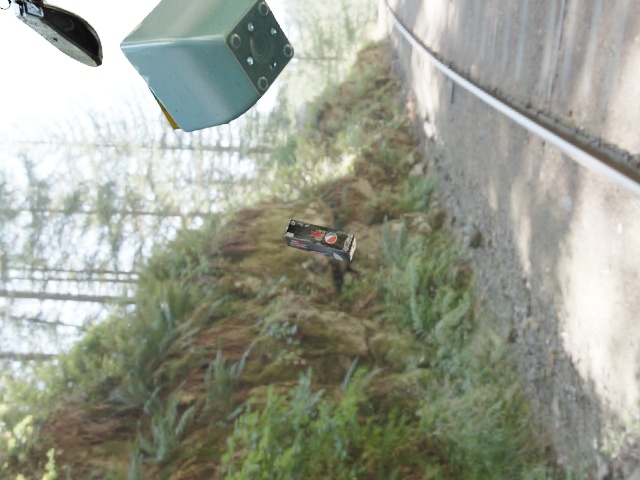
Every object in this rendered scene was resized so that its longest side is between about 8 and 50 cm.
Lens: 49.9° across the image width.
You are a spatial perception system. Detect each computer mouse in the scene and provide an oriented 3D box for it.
[{"bbox_3d":[-0.540,-0.454,1.409,0.272,0.188,0.072,40,-109,-59],"label":"computer mouse"}]

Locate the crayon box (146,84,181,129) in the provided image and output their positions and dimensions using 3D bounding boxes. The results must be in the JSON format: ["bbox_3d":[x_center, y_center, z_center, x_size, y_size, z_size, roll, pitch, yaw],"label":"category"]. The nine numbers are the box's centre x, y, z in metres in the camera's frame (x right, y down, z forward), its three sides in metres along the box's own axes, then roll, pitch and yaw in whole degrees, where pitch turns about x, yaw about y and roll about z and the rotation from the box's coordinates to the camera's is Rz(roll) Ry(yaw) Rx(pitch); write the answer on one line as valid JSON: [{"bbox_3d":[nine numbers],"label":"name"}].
[{"bbox_3d":[-0.413,-0.453,2.228,0.318,0.202,0.081,72,-167,-68],"label":"crayon box"}]

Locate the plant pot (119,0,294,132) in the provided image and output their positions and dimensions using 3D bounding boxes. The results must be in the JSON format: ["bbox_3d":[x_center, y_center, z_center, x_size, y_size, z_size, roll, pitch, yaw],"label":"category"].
[{"bbox_3d":[-0.205,-0.397,1.442,0.247,0.252,0.248,-59,-46,-27],"label":"plant pot"}]

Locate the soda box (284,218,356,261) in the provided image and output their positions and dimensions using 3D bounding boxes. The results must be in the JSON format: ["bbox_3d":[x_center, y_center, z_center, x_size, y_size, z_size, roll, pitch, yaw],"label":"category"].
[{"bbox_3d":[0.000,0.000,1.689,0.060,0.169,0.053,77,-149,-63],"label":"soda box"}]
